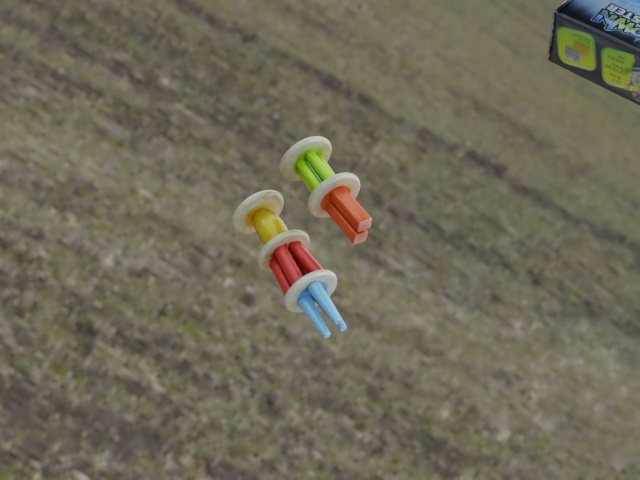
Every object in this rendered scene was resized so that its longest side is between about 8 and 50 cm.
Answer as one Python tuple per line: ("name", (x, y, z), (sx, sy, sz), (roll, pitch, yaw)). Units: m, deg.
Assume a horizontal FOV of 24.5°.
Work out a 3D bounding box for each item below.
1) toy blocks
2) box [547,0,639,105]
("toy blocks", (0.000, 0.000, 1.295), (0.054, 0.123, 0.148), (13, 35, -53))
("box", (0.238, -0.093, 0.777), (0.207, 0.036, 0.114), (31, 54, 26))
